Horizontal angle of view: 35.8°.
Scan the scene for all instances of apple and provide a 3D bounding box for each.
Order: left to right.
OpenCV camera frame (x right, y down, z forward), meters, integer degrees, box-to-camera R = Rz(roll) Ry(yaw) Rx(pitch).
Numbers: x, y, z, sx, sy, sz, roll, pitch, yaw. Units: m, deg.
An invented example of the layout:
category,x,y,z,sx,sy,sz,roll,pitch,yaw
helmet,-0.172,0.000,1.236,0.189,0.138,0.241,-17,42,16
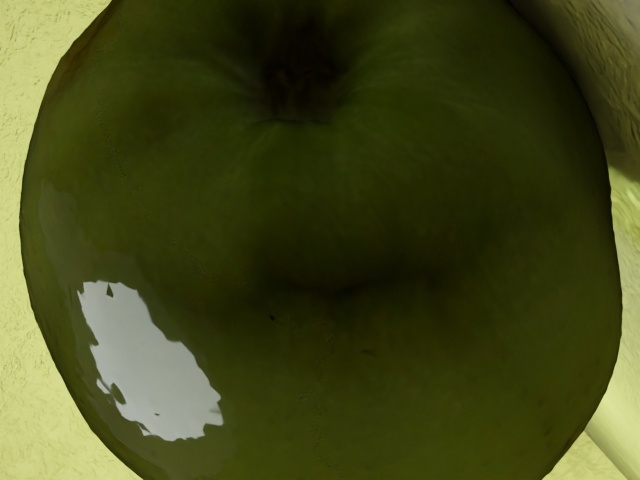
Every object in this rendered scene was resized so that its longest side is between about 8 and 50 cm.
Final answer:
category,x,y,z,sx,sy,sz,roll,pitch,yaw
apple,0.000,0.000,0.737,0.474,0.473,0.473,53,-177,-4
